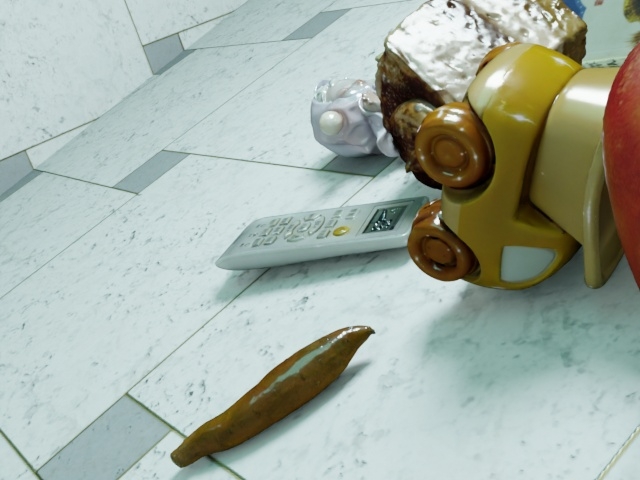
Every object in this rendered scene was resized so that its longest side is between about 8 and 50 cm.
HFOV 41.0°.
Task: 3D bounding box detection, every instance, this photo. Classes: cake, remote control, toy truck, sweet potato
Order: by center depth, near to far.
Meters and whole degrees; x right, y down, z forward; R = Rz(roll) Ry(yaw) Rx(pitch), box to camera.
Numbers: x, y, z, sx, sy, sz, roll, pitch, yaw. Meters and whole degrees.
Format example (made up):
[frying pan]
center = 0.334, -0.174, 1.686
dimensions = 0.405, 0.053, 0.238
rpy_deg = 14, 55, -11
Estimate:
[toy truck]
center = 0.221, -0.074, 0.886
dimensions = 0.212, 0.288, 0.204
rpy_deg = 21, 46, 27
[sweet potato]
center = -0.051, 0.171, 0.942
dimensions = 0.265, 0.057, 0.057
rpy_deg = -34, 27, -5
[cake]
center = 0.188, -0.200, 1.147
dimensions = 0.293, 0.196, 0.199
rpy_deg = -42, 68, -15
[remote control]
center = 0.000, 0.000, 1.201
dimensions = 0.313, 0.055, 0.109
rpy_deg = -7, 27, 30

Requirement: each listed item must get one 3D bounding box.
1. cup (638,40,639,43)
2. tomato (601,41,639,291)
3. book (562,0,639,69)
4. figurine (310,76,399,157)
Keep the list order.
[cup]
center = 0.469, -0.230, 1.118
dimensions = 0.100, 0.078, 0.077
rpy_deg = 8, 40, 5
[tomato]
center = 0.374, -0.046, 0.625
dimensions = 0.293, 0.289, 0.325
rpy_deg = -15, 38, 25
[book]
center = 0.469, -0.391, 1.292
dimensions = 0.428, 0.039, 0.299
rpy_deg = 5, 70, 49
[figurine]
center = 0.090, -0.194, 1.365
dimensions = 0.200, 0.133, 0.276
rpy_deg = -32, 28, -33
